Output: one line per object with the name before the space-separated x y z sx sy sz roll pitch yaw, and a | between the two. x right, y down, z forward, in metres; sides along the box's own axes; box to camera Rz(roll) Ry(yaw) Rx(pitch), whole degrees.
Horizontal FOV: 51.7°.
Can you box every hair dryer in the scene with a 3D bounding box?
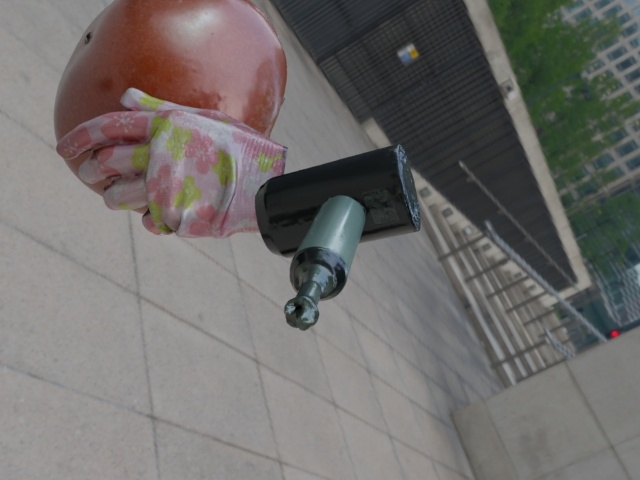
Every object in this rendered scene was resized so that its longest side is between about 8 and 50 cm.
hair dryer | 0.000 0.000 0.361 0.198 0.100 0.057 -64 138 -69

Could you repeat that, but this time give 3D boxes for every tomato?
tomato | -0.206 -0.206 0.903 0.272 0.341 0.341 18 37 -31

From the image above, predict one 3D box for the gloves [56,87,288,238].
gloves | -0.158 -0.078 0.678 0.126 0.241 0.145 -105 -156 -81
